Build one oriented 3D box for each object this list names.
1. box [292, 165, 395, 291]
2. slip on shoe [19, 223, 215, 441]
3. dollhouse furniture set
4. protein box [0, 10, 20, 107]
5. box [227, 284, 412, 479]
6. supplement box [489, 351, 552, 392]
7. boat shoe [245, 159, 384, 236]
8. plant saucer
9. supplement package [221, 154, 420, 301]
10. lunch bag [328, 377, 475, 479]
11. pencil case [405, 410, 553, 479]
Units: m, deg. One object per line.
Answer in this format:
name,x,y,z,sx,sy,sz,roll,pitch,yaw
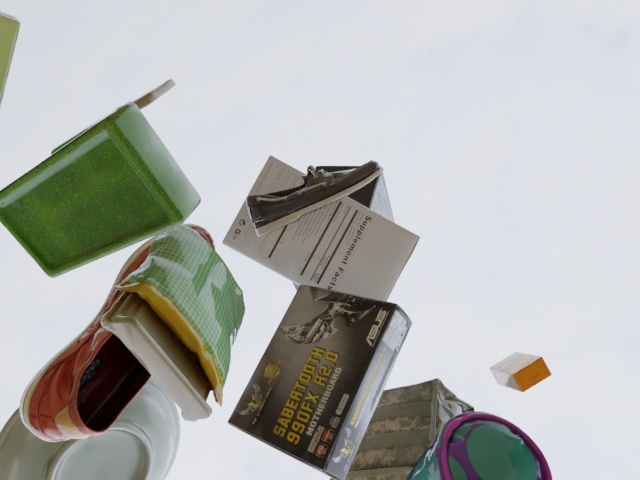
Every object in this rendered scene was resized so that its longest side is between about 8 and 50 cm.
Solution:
box,0.062,0.022,1.351,0.183,0.296,0.294,4,-127,21
slip on shoe,-0.224,0.106,0.704,0.101,0.123,0.331,0,-138,34
dollhouse furniture set,-0.130,0.008,0.565,0.151,0.301,0.197,-23,-156,20
protein box,-0.403,-0.139,0.499,0.136,0.200,0.201,37,-70,55
box,-0.001,0.181,0.765,0.183,0.056,0.231,9,-119,42
supplement box,0.344,0.226,0.963,0.062,0.098,0.036,-28,-93,-9
boat shoe,-0.009,-0.076,0.790,0.206,0.075,0.065,-26,-89,-5
plant saucer,-0.478,0.474,1.192,0.100,0.400,0.400,17,-113,52
supplement package,0.000,0.000,1.012,0.293,0.177,0.175,29,-92,-2
lunch bag,0.147,0.430,1.029,0.235,0.169,0.287,-24,-141,37
pencil case,0.074,0.167,0.324,0.064,0.151,0.070,-23,-127,-38
